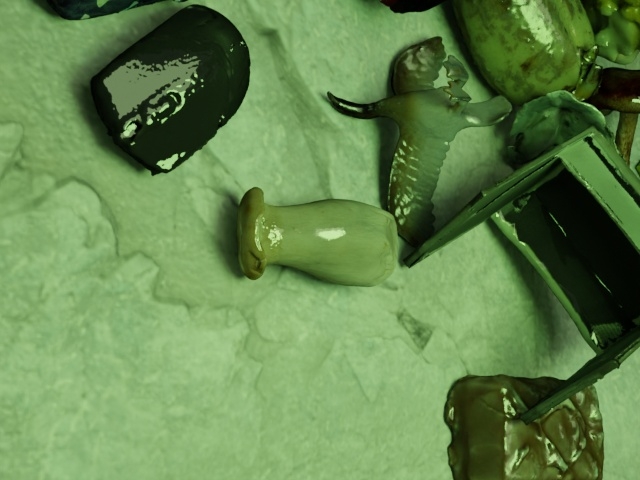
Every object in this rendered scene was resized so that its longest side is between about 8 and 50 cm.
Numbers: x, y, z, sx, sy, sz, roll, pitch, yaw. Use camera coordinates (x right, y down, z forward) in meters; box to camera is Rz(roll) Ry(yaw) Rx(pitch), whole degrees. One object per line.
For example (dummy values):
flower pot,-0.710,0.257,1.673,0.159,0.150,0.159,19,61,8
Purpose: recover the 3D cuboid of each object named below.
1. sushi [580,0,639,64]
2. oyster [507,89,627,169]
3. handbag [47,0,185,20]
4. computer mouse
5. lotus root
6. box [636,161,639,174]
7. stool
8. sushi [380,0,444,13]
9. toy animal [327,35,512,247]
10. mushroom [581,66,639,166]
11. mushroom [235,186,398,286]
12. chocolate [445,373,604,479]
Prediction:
sushi,0.497,-0.399,1.506,0.351,0.396,0.240,-22,110,-6
oyster,0.345,-0.104,1.467,0.252,0.199,0.087,27,55,-22
handbag,-0.175,-0.317,1.088,0.260,0.113,0.162,-17,86,-35
computer mouse,-0.136,-0.162,1.115,0.122,0.073,0.217,55,53,-19
lotus root,0.257,-0.312,1.438,0.173,0.173,0.309,-43,114,-38
box,0.594,-0.122,1.757,0.220,0.064,0.141,-45,111,-36
stool,0.290,0.034,1.330,0.270,0.170,0.243,-28,77,-43
sushi,0.106,-0.354,1.316,0.150,0.153,0.172,58,27,10
toy animal,0.112,-0.163,1.299,0.197,0.160,0.272,23,60,-34
mushroom,0.434,-0.134,1.567,0.227,0.148,0.217,-16,112,-65
mushroom,-0.001,0.000,1.192,0.212,0.097,0.088,1,37,-36
chocolate,0.259,0.237,1.366,0.214,0.093,0.148,6,76,-41
